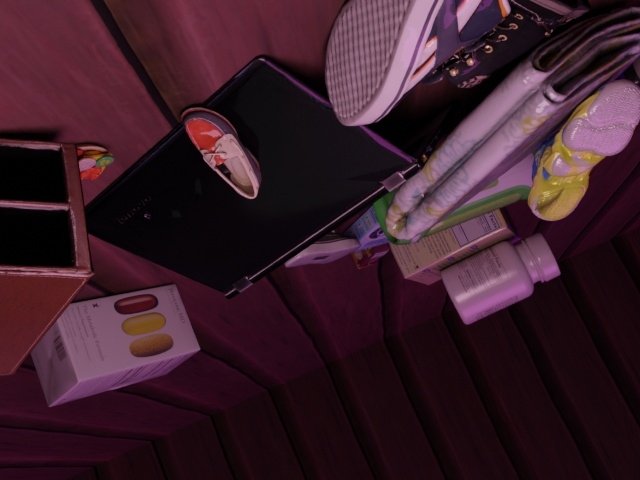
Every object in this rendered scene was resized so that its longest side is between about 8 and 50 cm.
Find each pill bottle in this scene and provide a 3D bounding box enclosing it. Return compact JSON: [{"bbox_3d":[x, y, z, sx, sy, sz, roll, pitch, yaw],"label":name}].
[{"bbox_3d":[0.385,0.076,1.837,0.229,0.131,0.131,-26,165,8],"label":"pill bottle"}]

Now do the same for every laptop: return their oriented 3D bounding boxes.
[{"bbox_3d":[-0.057,-0.111,1.207,0.382,0.236,0.408,-33,-169,32],"label":"laptop"}]

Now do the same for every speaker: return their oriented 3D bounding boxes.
[{"bbox_3d":[0.247,-0.092,1.525,0.296,0.131,0.131,-21,165,-12],"label":"speaker"}]

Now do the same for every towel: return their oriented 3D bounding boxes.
[{"bbox_3d":[0.278,-0.171,1.245,0.320,0.090,0.374,-32,169,-40],"label":"towel"}]

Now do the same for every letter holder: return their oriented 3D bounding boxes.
[{"bbox_3d":[-0.399,0.028,0.907,0.214,0.152,0.302,2,153,-34],"label":"letter holder"}]

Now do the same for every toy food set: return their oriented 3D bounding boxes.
[{"bbox_3d":[-0.276,-0.082,0.965,0.083,0.020,0.082,-11,160,-38],"label":"toy food set"}]

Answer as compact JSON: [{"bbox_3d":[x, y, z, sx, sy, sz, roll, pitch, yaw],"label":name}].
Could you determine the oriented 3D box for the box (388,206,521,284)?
[{"bbox_3d":[0.292,-0.012,1.881,0.243,0.117,0.213,-28,164,16],"label":"box"}]

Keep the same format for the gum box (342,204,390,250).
[{"bbox_3d":[0.146,-0.044,1.694,0.157,0.041,0.184,-13,161,-34],"label":"gum box"}]

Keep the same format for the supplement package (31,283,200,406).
[{"bbox_3d":[-0.360,0.178,1.500,0.244,0.139,0.134,-11,161,-44],"label":"supplement package"}]

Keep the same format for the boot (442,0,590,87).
[{"bbox_3d":[0.200,-0.246,0.986,0.178,0.085,0.236,-33,170,30],"label":"boot"}]

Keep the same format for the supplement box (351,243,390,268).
[{"bbox_3d":[0.102,0.017,1.810,0.043,0.055,0.083,-15,162,-31],"label":"supplement box"}]

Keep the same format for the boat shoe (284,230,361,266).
[{"bbox_3d":[0.000,0.000,1.563,0.078,0.070,0.219,-30,166,29],"label":"boat shoe"}]

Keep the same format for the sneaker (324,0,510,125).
[{"bbox_3d":[0.106,-0.224,0.859,0.127,0.126,0.321,-11,159,-24],"label":"sneaker"}]

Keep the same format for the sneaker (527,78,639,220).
[{"bbox_3d":[0.371,-0.149,1.253,0.091,0.126,0.240,22,124,-13],"label":"sneaker"}]

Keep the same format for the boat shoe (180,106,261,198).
[{"bbox_3d":[-0.113,-0.101,0.999,0.049,0.043,0.137,-20,138,21],"label":"boat shoe"}]

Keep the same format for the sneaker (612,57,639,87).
[{"bbox_3d":[0.569,-0.263,1.502,0.293,0.102,0.146,0,156,-45],"label":"sneaker"}]
